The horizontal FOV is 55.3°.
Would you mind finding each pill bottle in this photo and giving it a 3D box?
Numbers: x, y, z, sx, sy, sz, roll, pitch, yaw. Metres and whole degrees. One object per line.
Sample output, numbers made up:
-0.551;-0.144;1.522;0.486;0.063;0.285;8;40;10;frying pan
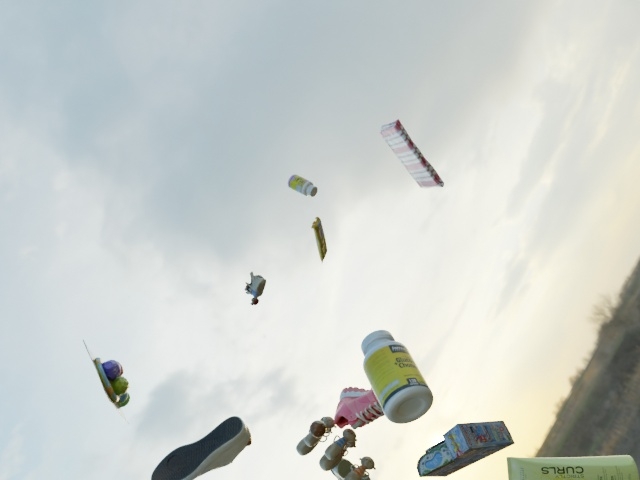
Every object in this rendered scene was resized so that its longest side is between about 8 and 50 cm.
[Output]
0.147;0.270;1.241;0.103;0.184;0.103;-11;-52;-14;pill bottle
-0.048;-0.150;1.689;0.043;0.083;0.043;-35;-41;-36;pill bottle

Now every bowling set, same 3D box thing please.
0.049;0.646;1.995;0.154;0.287;0.200;-33;-49;-36;bowling set

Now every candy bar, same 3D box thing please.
0.000;0.000;1.578;0.161;0.018;0.040;76;-149;-52;candy bar

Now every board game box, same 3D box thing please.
0.309;0.462;1.361;0.194;0.060;0.194;-34;-34;18;board game box

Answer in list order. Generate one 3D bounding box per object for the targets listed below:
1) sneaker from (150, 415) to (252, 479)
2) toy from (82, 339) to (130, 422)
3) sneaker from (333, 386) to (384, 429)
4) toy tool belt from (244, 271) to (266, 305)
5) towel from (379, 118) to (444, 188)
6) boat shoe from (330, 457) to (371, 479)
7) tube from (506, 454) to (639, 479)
-0.313;0.605;1.669;0.290;0.106;0.123;-29;-46;-7;sneaker
-0.482;0.326;1.432;0.056;0.137;0.237;-25;-29;-22;toy
0.153;0.531;1.905;0.314;0.116;0.136;-30;22;51;sneaker
-0.179;0.127;1.634;0.052;0.051;0.083;-21;-41;-51;toy tool belt
0.223;-0.207;1.489;0.029;0.197;0.144;-39;9;-4;towel
0.100;0.810;2.114;0.079;0.081;0.227;-50;-57;-22;boat shoe
0.485;0.458;1.188;0.062;0.240;0.070;78;-171;-55;tube
